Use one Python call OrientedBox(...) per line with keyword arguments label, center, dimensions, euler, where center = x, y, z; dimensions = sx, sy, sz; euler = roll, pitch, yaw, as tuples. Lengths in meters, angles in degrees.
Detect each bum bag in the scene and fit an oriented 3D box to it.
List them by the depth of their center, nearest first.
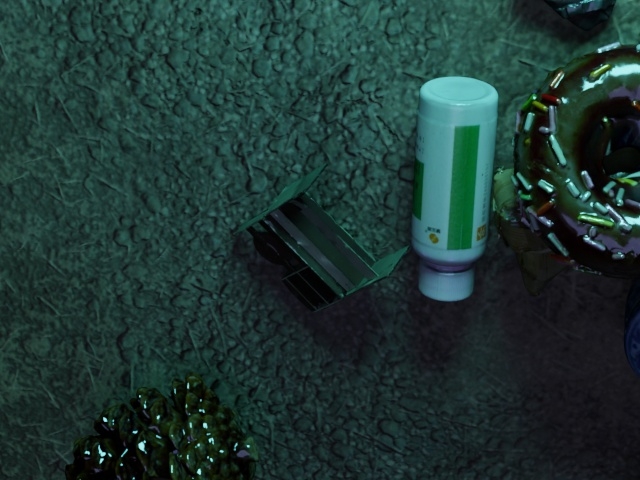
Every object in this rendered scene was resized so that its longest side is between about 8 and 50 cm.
OrientedBox(label="bum bag", center=(0.267, -0.277, 1.687), dimensions=(0.124, 0.034, 0.058), euler=(30, 109, -5))

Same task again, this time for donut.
OrientedBox(label="donut", center=(0.335, -0.088, 1.648), dimensions=(0.269, 0.103, 0.270), euler=(0, 88, 5))

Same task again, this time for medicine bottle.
OrientedBox(label="medicine bottle", center=(0.154, -0.057, 1.786), dimensions=(0.095, 0.095, 0.260), euler=(6, 115, 8))

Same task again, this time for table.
OrientedBox(label="table", center=(0.000, 0.000, 1.857), dimensions=(0.146, 0.062, 0.175), euler=(45, 148, -12))

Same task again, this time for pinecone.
OrientedBox(label="pinecone", center=(-0.204, 0.292, 1.961), dimensions=(0.272, 0.224, 0.224), euler=(-13, 113, 25))

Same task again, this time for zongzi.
OrientedBox(label="zongzi", center=(0.306, -0.020, 1.785), dimensions=(0.194, 0.099, 0.197), euler=(-17, 135, 8))

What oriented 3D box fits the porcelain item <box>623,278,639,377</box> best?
OrientedBox(label="porcelain item", center=(0.432, 0.103, 1.798), dimensions=(0.147, 0.114, 0.147), euler=(5, 116, 10))
